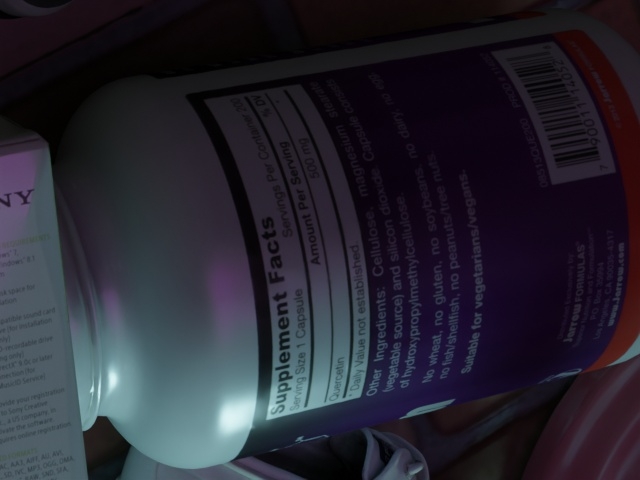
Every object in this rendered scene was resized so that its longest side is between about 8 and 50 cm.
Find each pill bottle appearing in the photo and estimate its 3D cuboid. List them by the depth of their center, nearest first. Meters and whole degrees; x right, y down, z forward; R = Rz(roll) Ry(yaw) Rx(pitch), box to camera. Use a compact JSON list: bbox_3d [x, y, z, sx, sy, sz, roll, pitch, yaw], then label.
[{"bbox_3d":[0.000,0.000,0.904,0.323,0.181,0.181,-12,109,-22],"label":"pill bottle"}]

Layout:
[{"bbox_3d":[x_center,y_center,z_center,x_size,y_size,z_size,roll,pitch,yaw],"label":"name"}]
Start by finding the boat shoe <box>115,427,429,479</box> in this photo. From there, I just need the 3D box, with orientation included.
[{"bbox_3d":[0.019,0.138,1.001,0.258,0.095,0.084,13,103,-29],"label":"boat shoe"}]

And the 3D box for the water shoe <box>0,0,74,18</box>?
[{"bbox_3d":[-0.104,-0.177,0.869,0.203,0.080,0.073,-51,126,-34],"label":"water shoe"}]

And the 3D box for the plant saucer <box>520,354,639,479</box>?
[{"bbox_3d":[0.267,0.184,1.141,0.332,0.084,0.332,-7,107,-23],"label":"plant saucer"}]

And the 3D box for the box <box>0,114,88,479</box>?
[{"bbox_3d":[-0.158,0.091,0.823,0.058,0.232,0.322,-11,108,-24],"label":"box"}]
